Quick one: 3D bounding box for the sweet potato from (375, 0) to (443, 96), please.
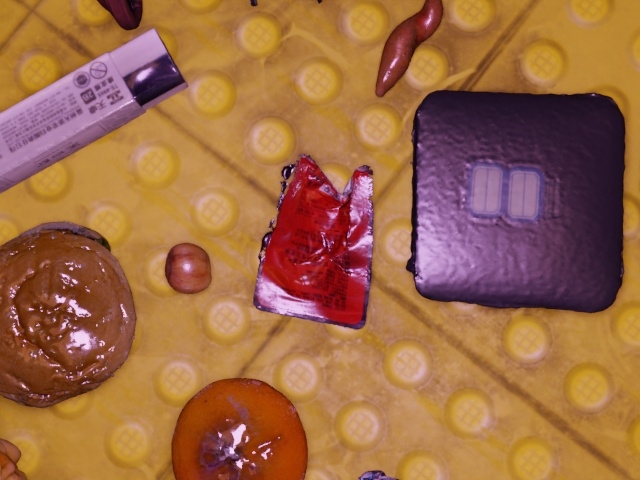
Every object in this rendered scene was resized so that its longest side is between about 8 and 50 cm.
[{"bbox_3d":[0.143,-0.329,1.624,0.055,0.058,0.202,33,88,24],"label":"sweet potato"}]

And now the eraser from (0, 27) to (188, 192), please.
[{"bbox_3d":[-0.420,-0.204,1.608,0.403,0.096,0.098,-29,84,-2],"label":"eraser"}]

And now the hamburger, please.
[{"bbox_3d":[-0.437,0.116,1.564,0.265,0.134,0.285,-24,87,1],"label":"hamburger"}]

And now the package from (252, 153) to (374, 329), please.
[{"bbox_3d":[0.000,0.000,1.597,0.194,0.071,0.270,12,89,17],"label":"package"}]

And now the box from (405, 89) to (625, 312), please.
[{"bbox_3d":[0.316,-0.066,1.583,0.350,0.091,0.359,2,85,1],"label":"box"}]

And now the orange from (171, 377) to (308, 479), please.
[{"bbox_3d":[-0.125,0.326,1.521,0.224,0.170,0.224,0,86,3],"label":"orange"}]

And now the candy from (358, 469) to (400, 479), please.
[{"bbox_3d":[0.102,0.484,1.566,0.094,0.051,0.226,-4,83,12],"label":"candy"}]

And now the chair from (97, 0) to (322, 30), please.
[{"bbox_3d":[-0.208,-0.460,1.561,0.400,0.226,0.227,-8,85,2],"label":"chair"}]

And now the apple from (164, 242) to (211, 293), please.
[{"bbox_3d":[-0.214,0.046,1.593,0.071,0.084,0.084,2,85,-26],"label":"apple"}]

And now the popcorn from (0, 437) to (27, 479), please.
[{"bbox_3d":[-0.591,0.362,1.460,0.349,0.349,0.382,29,93,3],"label":"popcorn"}]
